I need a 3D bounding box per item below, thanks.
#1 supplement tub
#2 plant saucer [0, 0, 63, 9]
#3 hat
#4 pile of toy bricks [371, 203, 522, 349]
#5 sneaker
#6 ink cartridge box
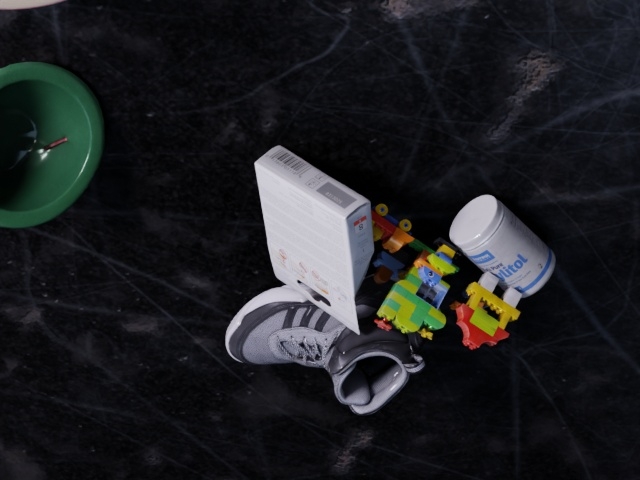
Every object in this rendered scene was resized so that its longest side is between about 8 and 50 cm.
[{"bbox_3d":[0.201,0.008,1.671,0.071,0.071,0.107,-33,121,32],"label":"supplement tub"},{"bbox_3d":[-0.278,-0.326,1.357,0.332,0.084,0.332,-8,140,-7],"label":"plant saucer"},{"bbox_3d":[-0.358,-0.112,1.675,0.173,0.183,0.208,39,85,-33],"label":"hat"},{"bbox_3d":[0.101,0.057,1.667,0.212,0.105,0.118,33,160,-8],"label":"pile of toy bricks"},{"bbox_3d":[0.004,0.126,1.752,0.268,0.153,0.101,-14,129,20],"label":"sneaker"},{"bbox_3d":[0.000,0.000,1.660,0.145,0.045,0.179,33,149,35],"label":"ink cartridge box"}]
